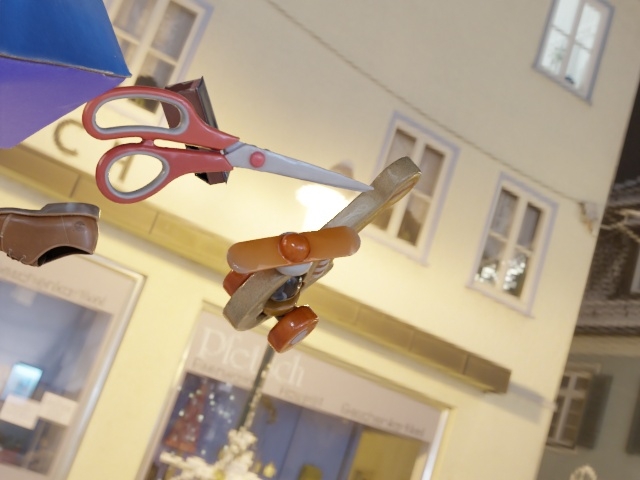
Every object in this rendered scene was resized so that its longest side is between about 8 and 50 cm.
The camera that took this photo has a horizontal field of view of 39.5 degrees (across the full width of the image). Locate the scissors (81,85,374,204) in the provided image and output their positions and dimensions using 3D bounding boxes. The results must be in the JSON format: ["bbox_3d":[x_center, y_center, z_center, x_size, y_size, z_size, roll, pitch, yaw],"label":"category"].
[{"bbox_3d":[-0.076,-0.091,0.852,0.297,0.109,0.021,-3,15,-23],"label":"scissors"}]

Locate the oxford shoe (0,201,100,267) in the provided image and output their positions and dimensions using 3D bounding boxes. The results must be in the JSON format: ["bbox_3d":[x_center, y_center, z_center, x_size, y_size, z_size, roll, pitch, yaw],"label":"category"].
[{"bbox_3d":[-0.392,-0.001,1.157,0.212,0.076,0.076,-5,-14,6],"label":"oxford shoe"}]

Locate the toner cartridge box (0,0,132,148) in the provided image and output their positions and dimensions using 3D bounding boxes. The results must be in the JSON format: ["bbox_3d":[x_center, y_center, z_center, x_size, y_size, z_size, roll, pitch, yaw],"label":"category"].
[{"bbox_3d":[-0.198,-0.208,0.318,0.075,0.348,0.165,-23,-4,21],"label":"toner cartridge box"}]

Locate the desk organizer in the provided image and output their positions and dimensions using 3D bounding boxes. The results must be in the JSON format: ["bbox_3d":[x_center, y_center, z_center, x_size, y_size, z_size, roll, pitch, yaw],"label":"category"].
[{"bbox_3d":[-0.155,-0.132,1.112,0.050,0.047,0.130,-11,-62,8],"label":"desk organizer"}]

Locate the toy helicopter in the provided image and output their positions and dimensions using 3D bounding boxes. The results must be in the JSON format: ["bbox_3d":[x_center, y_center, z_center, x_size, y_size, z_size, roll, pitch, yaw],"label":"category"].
[{"bbox_3d":[0.000,0.000,1.278,0.140,0.355,0.235,49,-1,16],"label":"toy helicopter"}]
